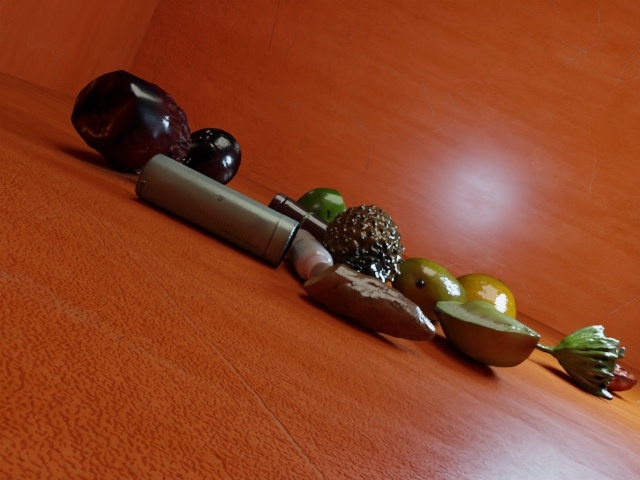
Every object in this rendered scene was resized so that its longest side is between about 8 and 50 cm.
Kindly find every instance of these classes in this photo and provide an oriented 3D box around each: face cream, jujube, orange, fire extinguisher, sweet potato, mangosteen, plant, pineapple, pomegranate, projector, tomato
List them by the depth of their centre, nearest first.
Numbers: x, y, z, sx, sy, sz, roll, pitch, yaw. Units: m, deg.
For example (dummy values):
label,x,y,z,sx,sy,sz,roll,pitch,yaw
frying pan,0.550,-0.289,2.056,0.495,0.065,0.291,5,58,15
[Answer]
label,x,y,z,sx,sy,sz,roll,pitch,yaw
sweet potato,0.091,0.113,0.951,0.251,0.097,0.097,25,6,7
projector,-0.214,-0.063,1.113,0.337,0.108,0.108,27,6,3
face cream,-0.025,0.039,1.151,0.081,0.082,0.269,24,7,-18
pineapple,0.102,0.041,1.186,0.201,0.202,0.362,25,14,-6
jujube,-0.466,-0.284,1.357,0.258,0.259,0.377,26,-10,5
fire extinguisher,0.000,0.000,1.511,0.341,0.105,0.141,34,-14,9
plant,0.696,0.351,1.552,0.333,0.180,0.251,-2,9,10
pomegranate,-0.007,-0.042,1.665,0.159,0.241,0.190,-11,-7,-15
mangosteen,-0.363,-0.249,1.712,0.216,0.216,0.216,26,6,-3
tomato,0.917,0.431,1.723,0.166,0.082,0.174,22,10,4
orange,0.546,0.234,1.836,0.274,0.274,0.310,27,37,8

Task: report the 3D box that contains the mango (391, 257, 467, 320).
label,x,y,z,sx,sy,sz,roll,pitch,yaw
mango,0.294,0.134,1.392,0.195,0.142,0.331,35,7,31

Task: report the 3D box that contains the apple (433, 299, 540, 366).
label,x,y,z,sx,sy,sz,roll,pitch,yaw
apple,0.335,0.198,1.152,0.193,0.120,0.265,13,4,-3
